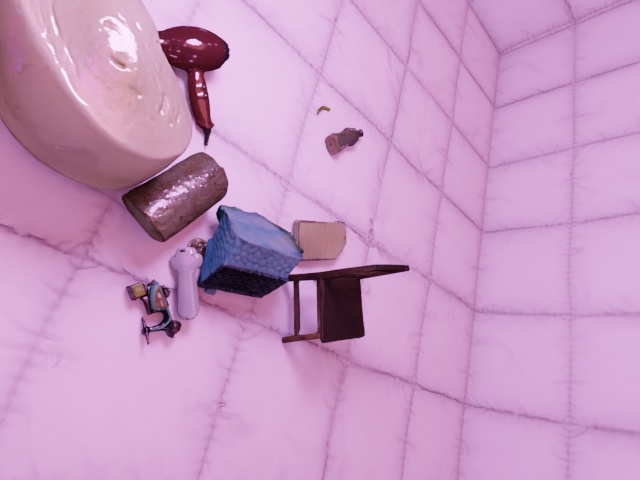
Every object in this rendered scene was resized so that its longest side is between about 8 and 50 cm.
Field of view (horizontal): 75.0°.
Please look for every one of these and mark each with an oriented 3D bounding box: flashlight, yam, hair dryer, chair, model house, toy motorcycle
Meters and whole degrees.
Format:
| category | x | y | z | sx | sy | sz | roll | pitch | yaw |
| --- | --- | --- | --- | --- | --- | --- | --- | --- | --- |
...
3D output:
| category | x | y | z | sx | sy | sz | roll | pitch | yaw |
| --- | --- | --- | --- | --- | --- | --- | --- | --- | --- |
| flashlight | -0.365 | 0.119 | 1.153 | 0.047 | 0.093 | 0.200 | 16 | 69 | -75 |
| yam | -0.385 | -0.116 | 1.121 | 0.268 | 0.161 | 0.161 | -47 | 116 | -37 |
| hair dryer | -0.403 | -0.442 | 1.215 | 0.312 | 0.123 | 0.341 | -15 | 106 | -34 |
| chair | 0.073 | 0.211 | 1.340 | 0.203 | 0.416 | 0.241 | 6 | 80 | -44 |
| model house | -0.223 | 0.062 | 1.264 | 0.261 | 0.226 | 0.241 | 20 | 108 | -39 |
| toy motorcycle | -0.435 | 0.186 | 1.099 | 0.100 | 0.058 | 0.173 | -23 | 99 | -37 |

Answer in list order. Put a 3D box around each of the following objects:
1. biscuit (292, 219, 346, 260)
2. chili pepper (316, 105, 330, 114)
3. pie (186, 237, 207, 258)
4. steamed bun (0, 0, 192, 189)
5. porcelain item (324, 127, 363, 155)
| category | x | y | z | sx | sy | sz | roll | pitch | yaw |
| --- | --- | --- | --- | --- | --- | --- | --- | --- | --- |
| biscuit | 0.000 | 0.000 | 1.558 | 0.252 | 0.052 | 0.150 | -1 | 88 | -43 |
| chili pepper | 0.012 | -0.524 | 1.672 | 0.083 | 0.017 | 0.030 | -25 | 103 | -44 |
| pie | -0.358 | 0.034 | 1.222 | 0.085 | 0.017 | 0.085 | 9 | 78 | -43 |
| steamed bun | -0.505 | -0.330 | 0.887 | 0.290 | 0.371 | 0.456 | -39 | 108 | -39 |
| porcelain item | 0.109 | -0.424 | 1.716 | 0.215 | 0.069 | 0.081 | -35 | 104 | -41 |
